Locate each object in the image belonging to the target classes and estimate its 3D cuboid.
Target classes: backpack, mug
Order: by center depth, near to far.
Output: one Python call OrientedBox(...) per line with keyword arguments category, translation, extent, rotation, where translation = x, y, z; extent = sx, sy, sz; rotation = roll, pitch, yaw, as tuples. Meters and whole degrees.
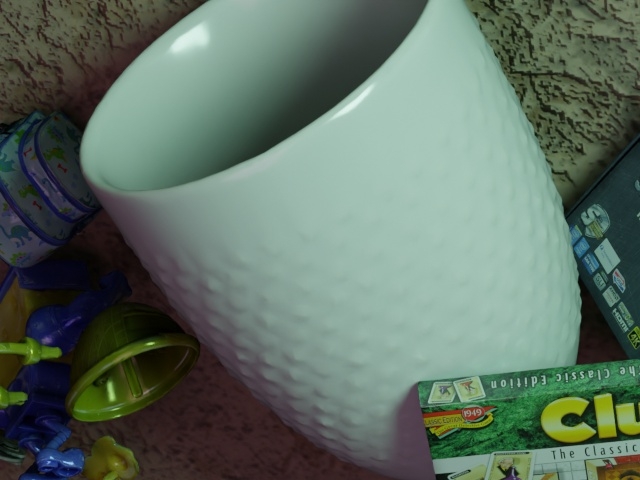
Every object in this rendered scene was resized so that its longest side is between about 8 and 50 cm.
OrientedBox(category="mug", translation=(0.000, 0.000, 1.267), extent=(0.374, 0.276, 0.328), rotation=(-1, 132, 44))
OrientedBox(category="backpack", translation=(-0.222, -0.043, 1.385), extent=(0.084, 0.114, 0.105), rotation=(-29, 105, 29))

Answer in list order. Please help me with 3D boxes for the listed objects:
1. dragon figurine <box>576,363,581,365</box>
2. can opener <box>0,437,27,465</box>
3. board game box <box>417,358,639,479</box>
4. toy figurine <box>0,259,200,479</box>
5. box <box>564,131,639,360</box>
OrientedBox(category="dragon figurine", translation=(0.284, 0.146, 1.328), extent=(0.289, 0.085, 0.144), rotation=(-2, 107, 7))
OrientedBox(category="can opener", translation=(-0.379, 0.120, 1.566), extent=(0.283, 0.076, 0.095), rotation=(25, 90, 4))
OrientedBox(category="board game box", translation=(0.201, 0.134, 1.143), extent=(0.260, 0.030, 0.136), rotation=(-7, 125, 10))
OrientedBox(category="toy figurine", translation=(-0.241, 0.080, 1.402), extent=(0.191, 0.217, 0.362), rotation=(7, 145, -26))
OrientedBox(category="box", translation=(0.280, 0.021, 1.210), extent=(0.183, 0.059, 0.232), rotation=(-49, 52, 32))
